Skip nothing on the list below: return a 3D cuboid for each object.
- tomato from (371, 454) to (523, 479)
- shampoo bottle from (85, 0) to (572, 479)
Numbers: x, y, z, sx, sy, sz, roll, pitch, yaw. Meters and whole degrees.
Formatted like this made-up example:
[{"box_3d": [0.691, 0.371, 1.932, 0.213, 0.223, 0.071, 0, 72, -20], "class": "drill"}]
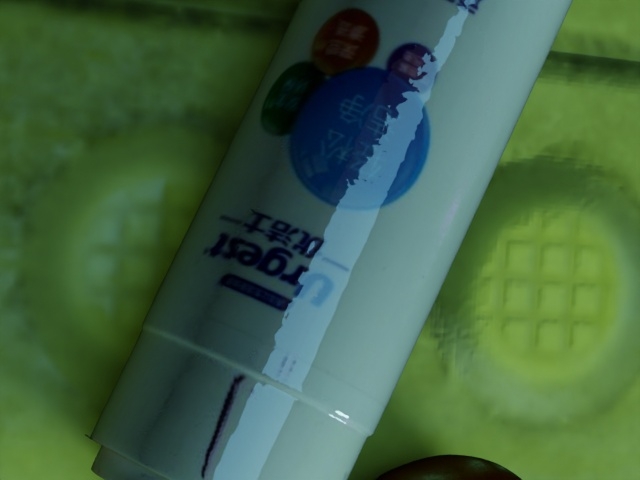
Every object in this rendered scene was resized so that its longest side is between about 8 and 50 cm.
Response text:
[{"box_3d": [0.050, 0.121, 0.539, 0.087, 0.075, 0.087, 1, 87, -16], "class": "tomato"}, {"box_3d": [0.000, 0.000, 0.513, 0.092, 0.092, 0.303, 29, 80, -17], "class": "shampoo bottle"}]
